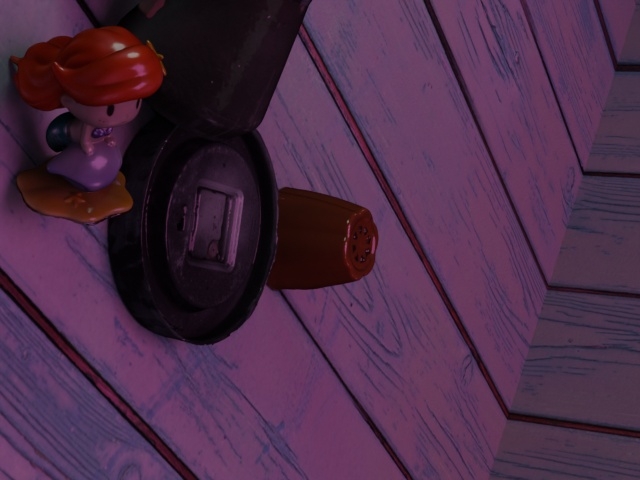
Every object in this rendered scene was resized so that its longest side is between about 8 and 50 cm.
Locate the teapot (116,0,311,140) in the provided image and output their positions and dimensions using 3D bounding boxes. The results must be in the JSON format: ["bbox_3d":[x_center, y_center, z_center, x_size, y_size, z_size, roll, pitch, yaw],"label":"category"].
[{"bbox_3d":[-0.133,-0.340,1.949,0.344,0.253,0.300,-53,155,18],"label":"teapot"}]

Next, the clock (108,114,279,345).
[{"bbox_3d":[-0.195,-0.026,2.176,0.386,0.076,0.386,-13,105,-59],"label":"clock"}]

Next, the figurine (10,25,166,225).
[{"bbox_3d":[-0.314,-0.174,1.806,0.180,0.208,0.257,5,124,-23],"label":"figurine"}]

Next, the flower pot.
[{"bbox_3d":[0.000,0.000,2.432,0.190,0.173,0.191,-8,100,-59],"label":"flower pot"}]
